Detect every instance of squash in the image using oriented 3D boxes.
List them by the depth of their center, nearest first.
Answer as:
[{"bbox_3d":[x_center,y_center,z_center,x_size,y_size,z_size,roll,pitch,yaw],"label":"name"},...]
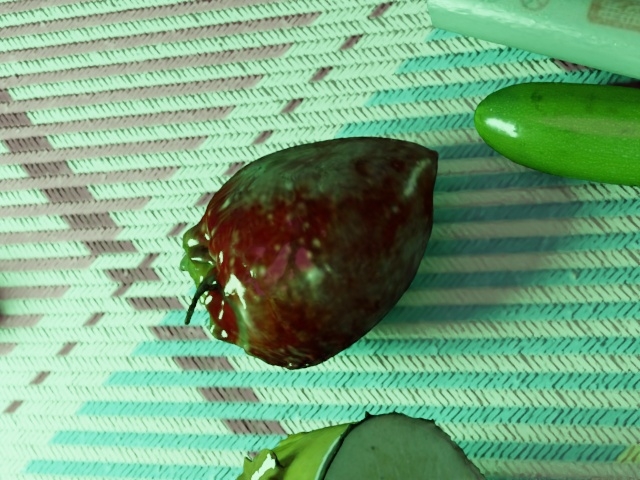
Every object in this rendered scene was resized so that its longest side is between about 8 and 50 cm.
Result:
[{"bbox_3d":[0.268,-0.083,1.017,0.293,0.082,0.082,8,81,25],"label":"squash"}]

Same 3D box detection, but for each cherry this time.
[{"bbox_3d":[0.000,0.000,1.068,0.250,0.192,0.175,-38,102,1],"label":"cherry"}]

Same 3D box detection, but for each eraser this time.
[{"bbox_3d":[0.228,-0.231,1.061,0.227,0.081,0.174,20,69,29],"label":"eraser"}]

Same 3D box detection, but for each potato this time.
[{"bbox_3d":[0.024,0.294,0.972,0.196,0.247,0.299,-23,72,47],"label":"potato"}]
